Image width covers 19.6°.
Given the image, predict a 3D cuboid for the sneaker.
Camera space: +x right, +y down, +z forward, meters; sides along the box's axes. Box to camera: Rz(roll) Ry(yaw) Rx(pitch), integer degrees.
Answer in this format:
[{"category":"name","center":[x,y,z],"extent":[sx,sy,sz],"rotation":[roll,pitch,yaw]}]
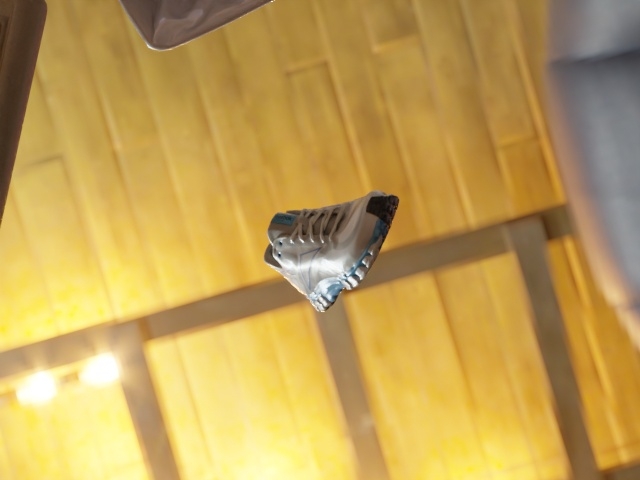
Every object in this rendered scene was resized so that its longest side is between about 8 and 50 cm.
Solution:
[{"category":"sneaker","center":[0.000,0.000,1.498],"extent":[0.071,0.083,0.191],"rotation":[-63,8,-27]}]

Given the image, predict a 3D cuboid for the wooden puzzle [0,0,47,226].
[{"category":"wooden puzzle","center":[-0.351,-0.114,1.485],"extent":[0.044,0.238,0.221],"rotation":[-153,75,-66]}]

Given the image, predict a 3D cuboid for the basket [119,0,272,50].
[{"category":"basket","center":[-0.062,-0.217,1.185],"extent":[0.113,0.167,0.103],"rotation":[59,-171,-30]}]
